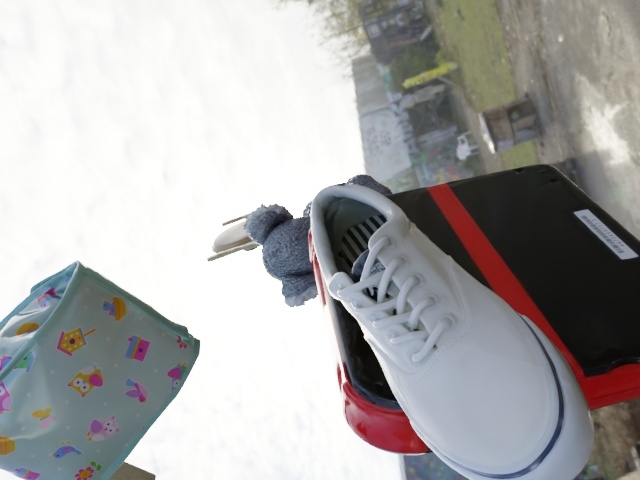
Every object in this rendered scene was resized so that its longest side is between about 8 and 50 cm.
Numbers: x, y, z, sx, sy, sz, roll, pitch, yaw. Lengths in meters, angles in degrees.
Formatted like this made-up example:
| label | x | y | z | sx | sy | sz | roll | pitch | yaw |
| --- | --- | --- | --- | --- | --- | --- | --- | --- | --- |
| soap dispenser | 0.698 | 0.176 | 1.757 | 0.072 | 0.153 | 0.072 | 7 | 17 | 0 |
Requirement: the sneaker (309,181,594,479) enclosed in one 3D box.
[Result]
| label | x | y | z | sx | sy | sz | roll | pitch | yaw |
| --- | --- | --- | --- | --- | --- | --- | --- | --- | --- |
| sneaker | 0.052 | 0.044 | 0.379 | 0.091 | 0.094 | 0.258 | 35 | -171 | -32 |

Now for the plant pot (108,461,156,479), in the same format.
| label | x | y | z | sx | sy | sz | roll | pitch | yaw |
| --- | --- | --- | --- | --- | --- | --- | --- | --- | --- |
| plant pot | -0.354 | 0.465 | 1.112 | 0.096 | 0.109 | 0.109 | -68 | -1 | -49 |

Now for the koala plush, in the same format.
| label | x | y | z | sx | sy | sz | roll | pitch | yaw |
| --- | --- | --- | --- | --- | --- | --- | --- | --- | --- |
| koala plush | 0.000 | 0.000 | 0.986 | 0.196 | 0.221 | 0.203 | 64 | 150 | 14 |

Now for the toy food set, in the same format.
| label | x | y | z | sx | sy | sz | roll | pitch | yaw |
| --- | --- | --- | --- | --- | --- | --- | --- | --- | --- |
| toy food set | -0.147 | -0.002 | 1.194 | 0.192 | 0.132 | 0.038 | -85 | -25 | -66 |

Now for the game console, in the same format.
| label | x | y | z | sx | sy | sz | roll | pitch | yaw |
| --- | --- | --- | --- | --- | --- | --- | --- | --- | --- |
| game console | 0.168 | 0.041 | 0.662 | 0.386 | 0.342 | 0.060 | -104 | 4 | -59 |

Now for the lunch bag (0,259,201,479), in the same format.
| label | x | y | z | sx | sy | sz | roll | pitch | yaw |
| --- | --- | --- | --- | --- | --- | --- | --- | --- | --- |
| lunch bag | -0.315 | 0.173 | 0.804 | 0.223 | 0.262 | 0.160 | 44 | 178 | -32 |
